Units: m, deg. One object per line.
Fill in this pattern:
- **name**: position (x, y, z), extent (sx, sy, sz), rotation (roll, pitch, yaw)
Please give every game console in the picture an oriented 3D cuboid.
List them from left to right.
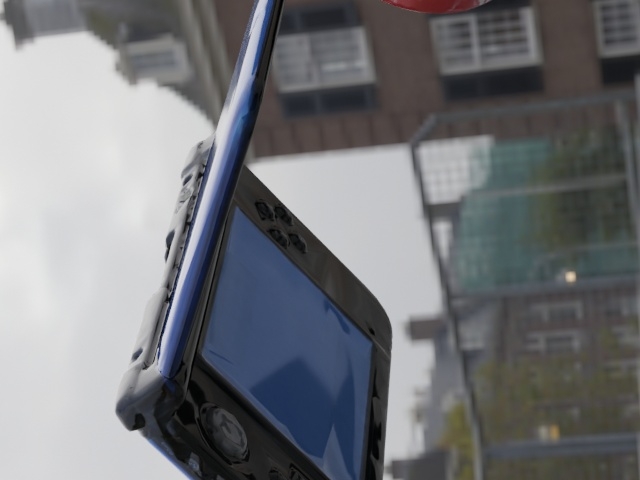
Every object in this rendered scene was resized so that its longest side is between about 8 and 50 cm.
- **game console**: position (0.000, 0.000, 0.975), extent (0.250, 0.173, 0.293), rotation (45, -156, -19)

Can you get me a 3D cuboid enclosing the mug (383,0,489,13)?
- **mug**: position (0.072, -0.181, 0.699), extent (0.113, 0.150, 0.169), rotation (50, 152, 18)
